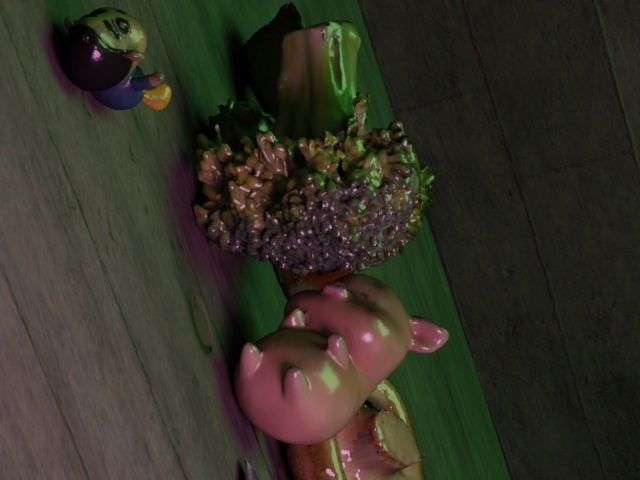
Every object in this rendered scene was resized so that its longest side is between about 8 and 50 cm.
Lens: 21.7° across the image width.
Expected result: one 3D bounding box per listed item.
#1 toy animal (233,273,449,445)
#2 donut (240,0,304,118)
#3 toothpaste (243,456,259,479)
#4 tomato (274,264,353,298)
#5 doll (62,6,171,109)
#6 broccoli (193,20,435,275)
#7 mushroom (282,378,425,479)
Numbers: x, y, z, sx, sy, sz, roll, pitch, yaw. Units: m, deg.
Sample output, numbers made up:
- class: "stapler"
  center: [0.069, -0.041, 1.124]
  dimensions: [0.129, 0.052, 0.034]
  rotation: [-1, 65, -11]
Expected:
- class: "toy animal"
  center: [0.010, 0.135, 1.920]
  dimensions: [0.250, 0.166, 0.154]
  rotation: [-37, 147, -38]
- class: "donut"
  center: [-0.019, -0.197, 2.384]
  dimensions: [0.272, 0.107, 0.272]
  rotation: [60, 5, -9]
- class: "toothpaste"
  center: [-0.050, 0.352, 1.729]
  dimensions: [0.299, 0.073, 0.114]
  rotation: [-102, 172, -61]
- class: "tomato"
  center: [0.000, 0.000, 2.336]
  dimensions: [0.228, 0.112, 0.199]
  rotation: [21, 56, -73]
- class: "doll"
  center: [-0.201, -0.178, 1.635]
  dimensions: [0.089, 0.102, 0.179]
  rotation: [-65, 166, -1]
- class: "broccoli"
  center: [-0.009, -0.084, 1.984]
  dimensions: [0.338, 0.277, 0.317]
  rotation: [69, 17, -59]
- class: "mushroom"
  center: [0.035, 0.253, 2.064]
  dimensions: [0.278, 0.146, 0.278]
  rotation: [39, 39, -40]
